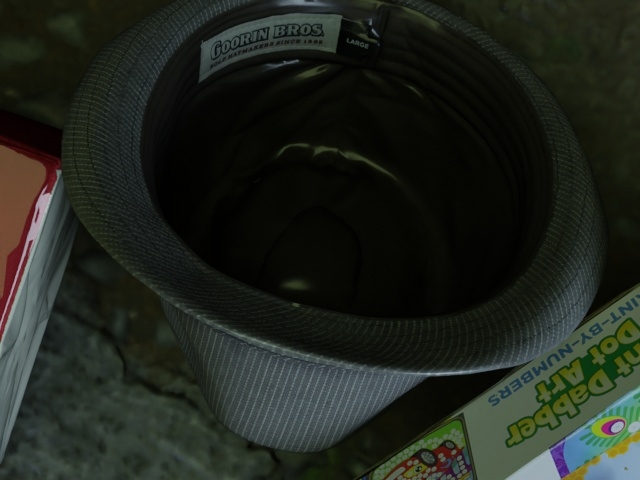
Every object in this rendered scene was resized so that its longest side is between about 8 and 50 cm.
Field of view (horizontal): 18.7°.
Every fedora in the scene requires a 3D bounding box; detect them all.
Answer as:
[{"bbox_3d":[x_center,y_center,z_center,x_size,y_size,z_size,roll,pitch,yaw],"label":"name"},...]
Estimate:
[{"bbox_3d":[0.000,0.000,0.882,0.243,0.275,0.124,10,131,-7],"label":"fedora"}]

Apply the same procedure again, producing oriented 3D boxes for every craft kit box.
[{"bbox_3d":[0.165,0.124,0.884,0.246,0.061,0.250,-34,131,8],"label":"craft kit box"}]

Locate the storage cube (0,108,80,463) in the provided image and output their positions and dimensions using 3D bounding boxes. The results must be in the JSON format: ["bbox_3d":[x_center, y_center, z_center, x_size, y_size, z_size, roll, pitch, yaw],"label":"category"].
[{"bbox_3d":[-0.227,0.012,0.906,0.193,0.215,0.184,19,94,-3],"label":"storage cube"}]
